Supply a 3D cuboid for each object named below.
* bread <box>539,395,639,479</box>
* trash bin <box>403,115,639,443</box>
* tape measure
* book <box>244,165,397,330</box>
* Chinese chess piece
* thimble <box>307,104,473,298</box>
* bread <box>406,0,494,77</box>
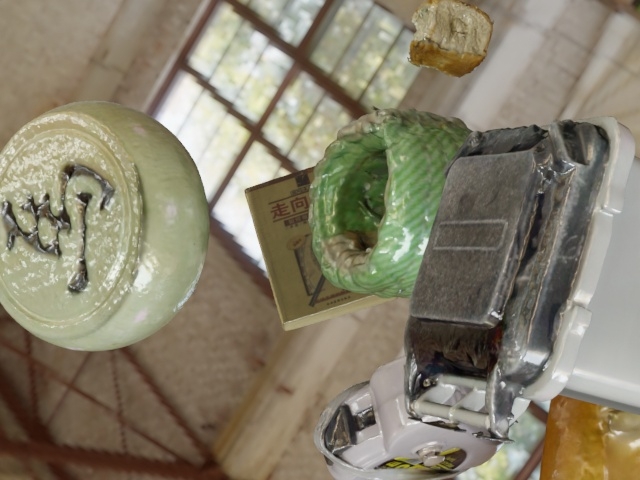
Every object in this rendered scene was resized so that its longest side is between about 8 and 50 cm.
[{"bbox_3d":[0.306,0.299,1.602,0.183,0.389,0.236,4,163,3],"label":"bread"},{"bbox_3d":[0.282,0.076,1.405,0.367,0.296,0.256,20,171,-22],"label":"trash bin"},{"bbox_3d":[0.096,0.205,1.648,0.236,0.197,0.120,31,-140,-56],"label":"tape measure"},{"bbox_3d":[0.000,0.000,2.030,0.026,0.161,0.231,73,180,-56],"label":"book"},{"bbox_3d":[-0.228,-0.015,1.519,0.250,0.250,0.101,41,-159,29],"label":"Chinese chess piece"},{"bbox_3d":[0.093,-0.042,1.737,0.150,0.219,0.219,6,-153,-30],"label":"thimble"},{"bbox_3d":[0.143,-0.230,1.683,0.083,0.077,0.070,18,160,-13],"label":"bread"}]
